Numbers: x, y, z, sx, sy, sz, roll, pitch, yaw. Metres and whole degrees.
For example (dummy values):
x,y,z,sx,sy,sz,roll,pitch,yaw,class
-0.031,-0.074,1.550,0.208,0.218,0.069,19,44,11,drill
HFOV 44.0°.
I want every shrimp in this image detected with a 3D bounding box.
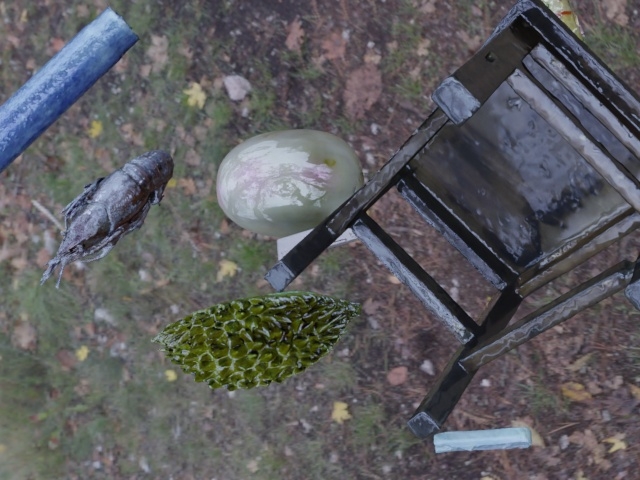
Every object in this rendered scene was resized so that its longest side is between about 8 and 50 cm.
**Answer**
x,y,z,sx,sy,sz,roll,pitch,yaw,class
-0.194,-0.023,0.714,0.056,0.065,0.165,45,78,1,shrimp

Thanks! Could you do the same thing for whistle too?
x,y,z,sx,sy,sz,roll,pitch,yaw,class
-0.355,-0.171,0.992,0.304,0.062,0.062,-45,58,-3,whistle

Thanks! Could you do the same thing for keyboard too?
x,y,z,sx,sy,sz,roll,pitch,yaw,class
0.000,0.000,1.453,0.165,0.017,0.055,-16,50,12,keyboard

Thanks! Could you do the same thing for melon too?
x,y,z,sx,sy,sz,roll,pitch,yaw,class
-0.059,-0.117,1.627,0.316,0.223,0.223,-2,81,14,melon

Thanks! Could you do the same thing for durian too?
x,y,z,sx,sy,sz,roll,pitch,yaw,class
-0.102,0.172,1.452,0.198,0.394,0.163,171,86,-71,durian

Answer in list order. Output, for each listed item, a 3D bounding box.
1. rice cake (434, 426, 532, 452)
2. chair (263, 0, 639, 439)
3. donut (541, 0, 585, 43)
x,y,z,sx,sy,sz,roll,pitch,yaw,class
0.297,0.370,1.454,0.180,0.030,0.042,-9,46,20,rice cake
0.179,-0.064,0.676,0.203,0.416,0.240,44,133,2,chair
0.380,-0.370,1.299,0.068,0.174,0.175,-24,69,17,donut
